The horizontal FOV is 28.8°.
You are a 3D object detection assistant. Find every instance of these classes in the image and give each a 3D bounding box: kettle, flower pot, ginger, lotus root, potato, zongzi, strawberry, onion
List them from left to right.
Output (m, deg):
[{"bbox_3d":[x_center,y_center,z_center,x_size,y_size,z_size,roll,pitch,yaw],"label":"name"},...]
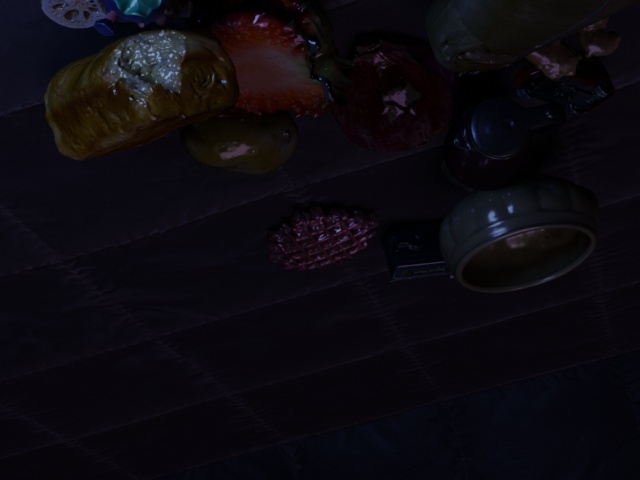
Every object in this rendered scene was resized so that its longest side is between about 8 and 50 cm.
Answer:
[{"bbox_3d":[-0.342,-0.352,1.724,0.112,0.081,0.122,-6,154,6],"label":"lotus root"},{"bbox_3d":[-0.137,-0.176,2.075,0.200,0.137,0.154,11,147,-40],"label":"potato"},{"bbox_3d":[-0.103,-0.298,1.896,0.306,0.137,0.233,3,144,31],"label":"strawberry"},{"bbox_3d":[0.122,-0.234,2.085,0.227,0.120,0.283,-24,151,14],"label":"onion"},{"bbox_3d":[0.316,-0.174,2.128,0.202,0.144,0.232,-10,176,-1],"label":"kettle"},{"bbox_3d":[0.365,-0.067,2.373,0.308,0.244,0.307,-10,155,-5],"label":"flower pot"},{"bbox_3d":[0.375,-0.373,1.867,0.393,0.174,0.356,-3,157,-29],"label":"zongzi"},{"bbox_3d":[0.437,-0.352,2.001,0.259,0.065,0.149,-22,121,6],"label":"ginger"}]

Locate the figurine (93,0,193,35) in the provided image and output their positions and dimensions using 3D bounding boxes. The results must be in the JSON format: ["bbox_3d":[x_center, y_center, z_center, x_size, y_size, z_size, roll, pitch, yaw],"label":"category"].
[{"bbox_3d":[-0.242,-0.331,1.698,0.102,0.111,0.195,-4,-177,8],"label":"figurine"}]

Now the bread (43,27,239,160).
[{"bbox_3d":[-0.271,-0.221,1.830,0.195,0.148,0.344,-18,-176,-36],"label":"bread"}]

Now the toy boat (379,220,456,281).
[{"bbox_3d":[0.279,0.021,2.652,0.296,0.114,0.122,-6,146,-10],"label":"toy boat"}]

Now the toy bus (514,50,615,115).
[{"bbox_3d":[0.413,-0.281,2.136,0.195,0.089,0.081,10,147,-37],"label":"toy bus"}]

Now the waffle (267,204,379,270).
[{"bbox_3d":[0.000,0.000,2.567,0.221,0.055,0.234,4,150,-27],"label":"waffle"}]
